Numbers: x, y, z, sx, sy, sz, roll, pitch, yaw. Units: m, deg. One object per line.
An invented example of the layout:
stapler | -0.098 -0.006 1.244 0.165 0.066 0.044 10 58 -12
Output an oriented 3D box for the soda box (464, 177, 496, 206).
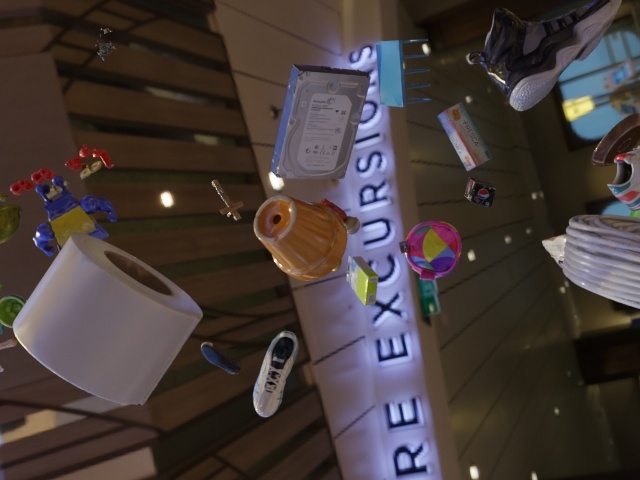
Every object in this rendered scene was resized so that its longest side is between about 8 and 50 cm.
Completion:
soda box | 0.421 -0.129 2.044 0.169 0.060 0.053 -64 -12 -80

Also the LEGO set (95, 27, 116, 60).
LEGO set | -0.565 -0.516 2.025 0.023 0.054 0.083 -154 52 -64

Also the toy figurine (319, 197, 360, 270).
toy figurine | 0.000 0.000 2.336 0.148 0.213 0.209 36 -123 -22

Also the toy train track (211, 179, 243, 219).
toy train track | -0.168 -0.070 1.368 0.048 0.014 0.083 -27 -101 -36

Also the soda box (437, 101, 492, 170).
soda box | 0.405 -0.293 2.173 0.183 0.063 0.058 62 162 1

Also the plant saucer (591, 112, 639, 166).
plant saucer | 0.761 -0.247 1.954 0.029 0.168 0.168 50 -170 30

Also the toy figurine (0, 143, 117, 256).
toy figurine | -0.596 -0.032 1.742 0.217 0.363 0.191 58 174 2

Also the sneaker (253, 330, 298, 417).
sneaker | -0.122 0.350 2.047 0.086 0.085 0.237 84 -158 -67

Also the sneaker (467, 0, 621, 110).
sneaker | 0.366 -0.346 1.272 0.153 0.268 0.101 43 167 15

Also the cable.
cable | 0.443 0.028 0.990 0.257 0.257 0.089 -70 -14 -77

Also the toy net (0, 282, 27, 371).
toy net | -0.687 0.194 1.594 0.122 0.232 0.045 30 -166 -5

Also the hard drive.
hard drive | -0.001 -0.340 2.263 0.064 0.237 0.338 52 135 49

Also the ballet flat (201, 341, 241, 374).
ballet flat | -0.312 0.363 2.410 0.173 0.058 0.049 46 -149 -37

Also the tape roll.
tape roll | -0.334 0.121 1.227 0.246 0.169 0.246 33 -179 -1

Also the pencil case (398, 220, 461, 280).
pencil case | 0.198 0.021 1.363 0.236 0.105 0.104 13 -117 -79

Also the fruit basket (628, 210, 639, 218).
fruit basket | 0.743 -0.012 1.334 0.283 0.392 0.392 48 -179 43

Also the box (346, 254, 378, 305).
box | 0.139 0.130 2.587 0.178 0.043 0.108 -128 38 -59

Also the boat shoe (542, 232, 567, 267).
boat shoe | 0.624 0.030 1.941 0.277 0.098 0.096 13 -118 -80

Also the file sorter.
file sorter | 0.227 -0.451 2.065 0.118 0.105 0.170 -155 56 -62

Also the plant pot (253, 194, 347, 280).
plant pot | -0.064 -0.021 1.956 0.188 0.205 0.205 34 -136 -53

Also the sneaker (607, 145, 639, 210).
sneaker | 0.519 -0.132 1.237 0.075 0.161 0.057 32 176 -14
